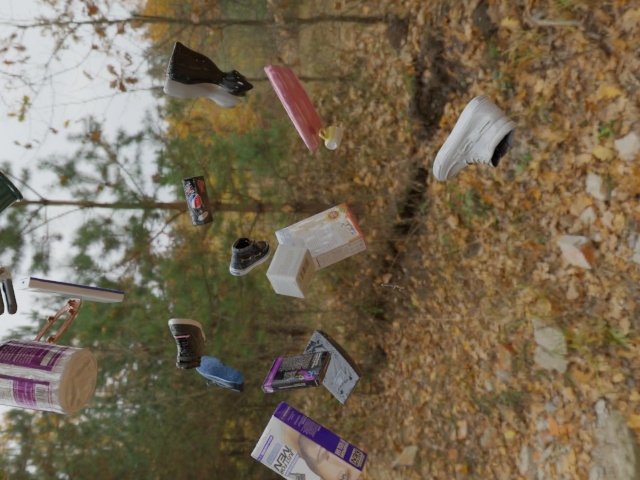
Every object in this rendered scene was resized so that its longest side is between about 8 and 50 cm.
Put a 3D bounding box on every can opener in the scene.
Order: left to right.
[{"bbox_3d":[-1.076,0.168,1.800,0.280,0.074,0.093,39,120,44],"label":"can opener"}]

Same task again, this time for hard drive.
[{"bbox_3d":[-0.917,0.184,1.961,0.210,0.319,0.040,-10,69,50],"label":"hard drive"},{"bbox_3d":[0.047,0.472,2.023,0.255,0.054,0.171,43,125,30],"label":"hard drive"}]

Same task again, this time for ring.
[{"bbox_3d":[-1.136,0.373,2.250,0.032,0.337,0.336,46,-162,-27],"label":"ring"}]

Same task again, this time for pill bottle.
[{"bbox_3d":[-0.756,0.346,1.380,0.169,0.302,0.169,6,-90,-83],"label":"pill bottle"}]

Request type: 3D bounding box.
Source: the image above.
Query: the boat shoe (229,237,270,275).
[{"bbox_3d":[-0.186,0.023,1.464,0.183,0.065,0.083,-47,-31,-59],"label":"boat shoe"}]

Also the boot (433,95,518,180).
[{"bbox_3d":[0.359,-0.204,1.252,0.123,0.095,0.258,50,151,23],"label":"boot"}]

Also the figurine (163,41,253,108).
[{"bbox_3d":[-0.299,-0.415,1.416,0.215,0.210,0.092,176,110,-70],"label":"figurine"}]

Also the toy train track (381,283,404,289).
[{"bbox_3d":[0.260,0.168,1.920,0.048,0.084,0.014,-142,60,-84],"label":"toy train track"}]

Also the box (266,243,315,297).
[{"bbox_3d":[-0.076,0.081,1.403,0.102,0.087,0.101,72,-148,-52],"label":"box"}]

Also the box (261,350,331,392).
[{"bbox_3d":[-0.060,0.342,1.390,0.116,0.162,0.029,-60,-48,-60],"label":"box"}]

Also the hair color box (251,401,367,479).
[{"bbox_3d":[-0.038,0.715,1.777,0.185,0.339,0.110,-63,-7,17],"label":"hair color box"}]

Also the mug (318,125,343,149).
[{"bbox_3d":[0.033,-0.332,1.753,0.062,0.078,0.064,91,-174,-49],"label":"mug"}]

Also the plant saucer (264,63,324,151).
[{"bbox_3d":[-0.078,-0.467,1.853,0.332,0.084,0.332,60,-177,-6],"label":"plant saucer"}]

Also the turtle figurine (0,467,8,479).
[{"bbox_3d":[-0.782,0.531,1.116,0.197,0.275,0.266,51,-146,-46],"label":"turtle figurine"}]

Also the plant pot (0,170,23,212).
[{"bbox_3d":[-1.057,-0.101,1.412,0.334,0.341,0.341,-56,-7,-23],"label":"plant pot"}]

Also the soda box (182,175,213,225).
[{"bbox_3d":[-0.425,-0.138,1.852,0.060,0.053,0.168,-26,-75,-63],"label":"soda box"}]

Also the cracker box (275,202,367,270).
[{"bbox_3d":[0.000,0.000,1.566,0.067,0.233,0.155,69,178,-48],"label":"cracker box"}]

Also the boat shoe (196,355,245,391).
[{"bbox_3d":[-0.408,0.546,2.133,0.258,0.109,0.088,18,134,41],"label":"boat shoe"}]

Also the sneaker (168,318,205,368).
[{"bbox_3d":[-0.488,0.386,1.955,0.295,0.105,0.146,86,-176,-62],"label":"sneaker"}]
